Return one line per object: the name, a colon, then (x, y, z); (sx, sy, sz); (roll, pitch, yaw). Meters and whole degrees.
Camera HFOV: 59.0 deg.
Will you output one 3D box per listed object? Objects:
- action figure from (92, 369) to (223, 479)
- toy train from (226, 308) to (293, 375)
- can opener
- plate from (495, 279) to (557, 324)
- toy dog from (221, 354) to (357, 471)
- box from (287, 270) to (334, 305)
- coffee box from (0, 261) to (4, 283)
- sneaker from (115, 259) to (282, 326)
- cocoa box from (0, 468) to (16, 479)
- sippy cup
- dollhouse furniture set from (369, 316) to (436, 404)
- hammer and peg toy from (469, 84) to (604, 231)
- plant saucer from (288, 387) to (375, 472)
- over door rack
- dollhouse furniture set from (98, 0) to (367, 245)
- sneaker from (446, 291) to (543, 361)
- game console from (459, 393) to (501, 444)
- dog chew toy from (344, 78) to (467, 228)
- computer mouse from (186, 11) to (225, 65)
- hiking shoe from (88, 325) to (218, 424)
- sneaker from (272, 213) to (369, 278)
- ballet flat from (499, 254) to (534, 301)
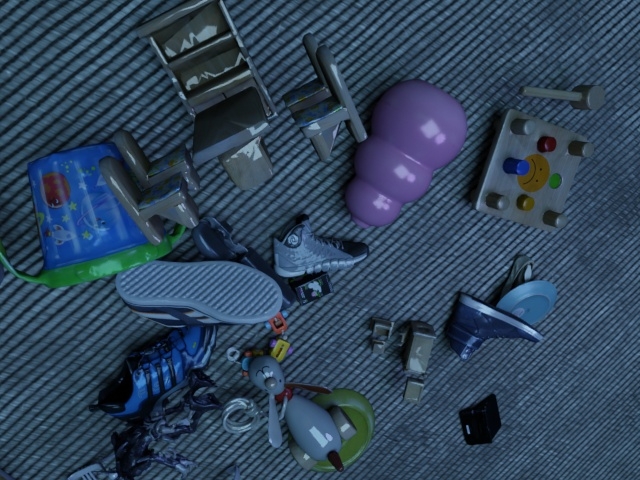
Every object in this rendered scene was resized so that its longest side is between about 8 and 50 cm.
action figure: (-0.311, 0.399, 1.132); (0.275, 0.164, 0.141); (-44, 129, -2)
toy train: (-0.135, 0.233, 1.307); (0.166, 0.046, 0.125); (-37, 112, -11)
can opener: (-0.170, 0.058, 1.215); (0.280, 0.074, 0.093); (45, 49, -22)
plate: (0.553, 0.184, 1.520); (0.188, 0.024, 0.188); (-9, 131, -11)
toy dog: (-0.040, 0.413, 1.279); (0.333, 0.161, 0.220); (31, 93, -27)
box: (-0.023, 0.103, 1.301); (0.083, 0.062, 0.052); (-23, 113, -14)
coffee box: (-0.711, -0.033, 0.859); (0.338, 0.334, 0.338); (-5, 106, -19)
sneaker: (-0.238, 0.111, 1.145); (0.321, 0.127, 0.126); (9, 62, -3)
cocoa box: (-0.779, 0.497, 1.037); (0.231, 0.228, 0.347); (-39, 114, -7)
sippy cup: (-0.416, -0.055, 1.037); (0.240, 0.305, 0.224); (-9, 100, 26)
dollhouse furniture set: (0.190, 0.294, 1.436); (0.160, 0.101, 0.182); (13, 101, 2)
hammer and peg toy: (0.523, -0.219, 1.381); (0.265, 0.127, 0.361); (13, 100, -21)
plant saucer: (0.037, 0.495, 1.445); (0.240, 0.037, 0.241); (-5, 106, -18)
over door rack: (-0.367, 0.550, 1.272); (0.324, 0.108, 0.240); (-29, 113, -11)
dollhouse furniture set: (-0.174, -0.250, 0.938); (0.362, 0.394, 0.256); (-26, 119, 3)
sneaker: (0.439, 0.253, 1.463); (0.226, 0.086, 0.163); (24, 95, 14)
game console: (0.459, 0.513, 1.621); (0.107, 0.071, 0.122); (-12, 110, 15)
dog chew toy: (0.169, -0.175, 1.229); (0.206, 0.206, 0.332); (25, 102, -24)
computer mouse: (-0.197, -0.349, 1.131); (0.071, 0.041, 0.242); (-24, 119, 1)
hiking shoe: (-0.335, 0.262, 1.184); (0.304, 0.113, 0.132); (-53, 136, -1)
sneaker: (0.000, 0.000, 1.271); (0.228, 0.086, 0.132); (-12, 106, -16)
ballet flat: (0.525, 0.122, 1.515); (0.057, 0.052, 0.168); (10, 101, -24)
